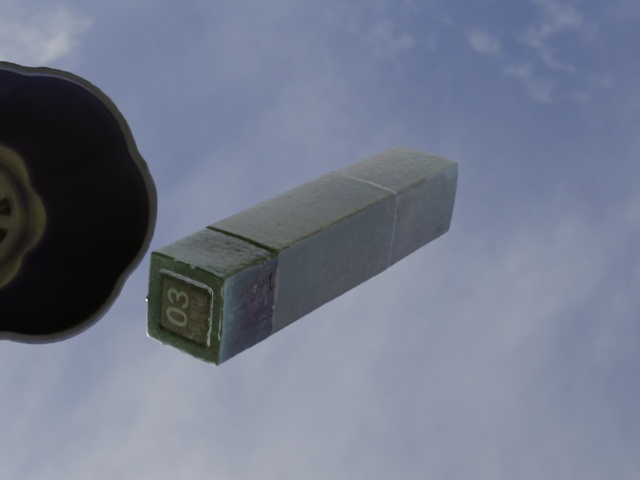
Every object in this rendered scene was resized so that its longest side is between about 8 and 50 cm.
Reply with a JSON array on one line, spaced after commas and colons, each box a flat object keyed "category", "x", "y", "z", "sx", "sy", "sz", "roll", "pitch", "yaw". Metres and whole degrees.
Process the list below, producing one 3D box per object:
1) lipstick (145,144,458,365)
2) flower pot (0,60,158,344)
[{"category": "lipstick", "x": 0.000, "y": 0.000, "z": 1.112, "sx": 0.076, "sy": 0.079, "sz": 0.371, "roll": 19, "pitch": -154, "yaw": 29}, {"category": "flower pot", "x": -0.322, "y": -0.036, "z": 1.262, "sx": 0.265, "sy": 0.265, "sz": 0.243, "roll": -52, "pitch": -159, "yaw": -16}]
